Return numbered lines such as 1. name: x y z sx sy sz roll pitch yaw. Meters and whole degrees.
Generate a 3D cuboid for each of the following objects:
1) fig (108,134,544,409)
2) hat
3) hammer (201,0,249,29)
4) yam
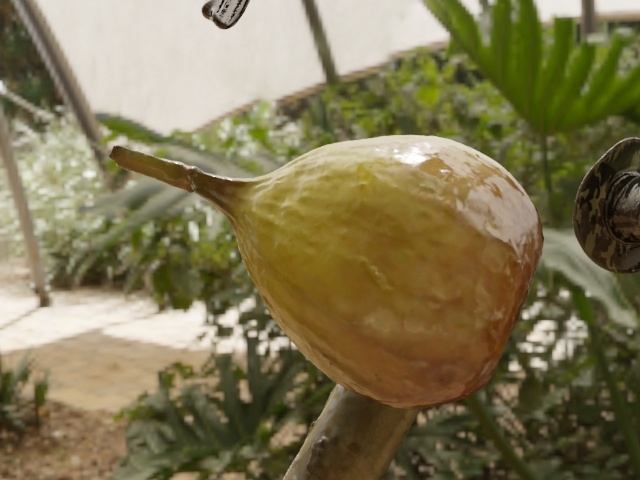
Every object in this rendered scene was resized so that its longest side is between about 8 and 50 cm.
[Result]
1. fig: 0.000 0.000 0.676 0.257 0.159 0.159 23 4 -8
2. hat: 0.277 -0.030 1.022 0.121 0.121 0.050 -6 3 -26
3. hammer: -0.033 -0.155 0.592 0.065 0.021 0.178 4 46 13
4. yam: 0.061 0.099 0.907 0.071 0.317 0.067 34 -7 -20
